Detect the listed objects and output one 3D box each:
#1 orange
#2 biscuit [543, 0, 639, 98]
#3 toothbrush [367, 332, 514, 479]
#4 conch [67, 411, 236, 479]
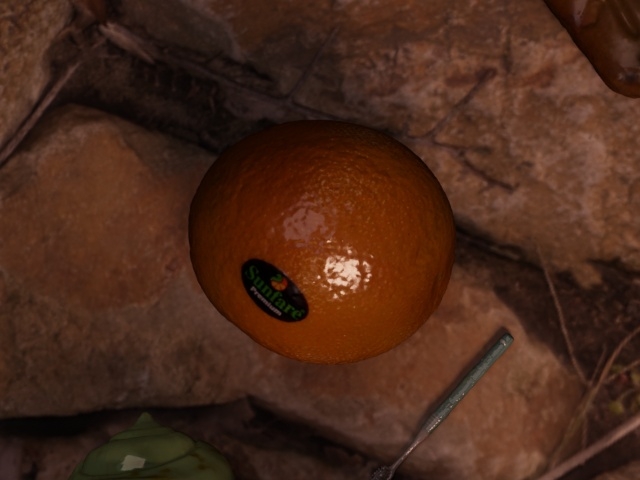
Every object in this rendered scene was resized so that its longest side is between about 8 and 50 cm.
[{"bbox_3d":[0.000,0.000,0.990,0.206,0.206,0.206,-6,68,15],"label":"orange"},{"bbox_3d":[0.348,-0.261,1.065,0.359,0.046,0.359,-6,69,16],"label":"biscuit"},{"bbox_3d":[0.092,0.134,1.008,0.167,0.014,0.011,-47,55,-4],"label":"toothbrush"},{"bbox_3d":[-0.144,0.259,0.991,0.144,0.137,0.250,10,92,-6],"label":"conch"}]
